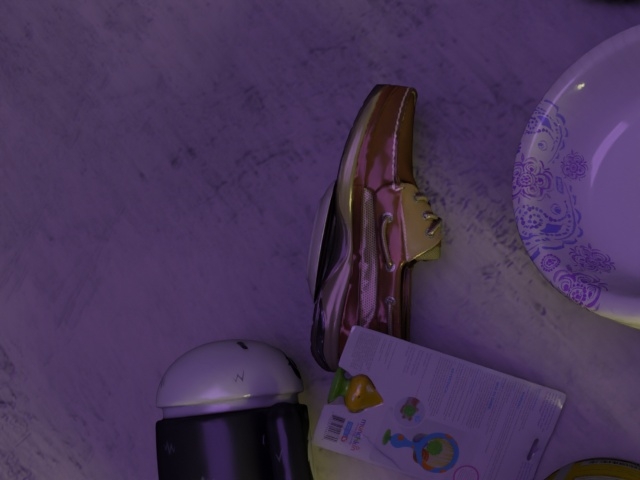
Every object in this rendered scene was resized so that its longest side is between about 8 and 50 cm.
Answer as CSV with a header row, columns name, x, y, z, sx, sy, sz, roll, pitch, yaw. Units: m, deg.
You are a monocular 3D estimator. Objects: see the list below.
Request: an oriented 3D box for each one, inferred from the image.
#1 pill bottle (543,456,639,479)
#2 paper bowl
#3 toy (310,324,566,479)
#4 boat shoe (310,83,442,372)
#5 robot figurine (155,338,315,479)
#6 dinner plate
name,x,y,z,sx,sy,sz,roll,pitch,yaw
pill bottle,0.238,0.291,0.677,0.188,0.334,0.188,-3,81,21
paper bowl,0.337,-0.052,0.762,0.284,0.148,0.284,-17,64,40
toy,0.122,0.182,0.869,0.237,0.056,0.137,18,98,-7
boat shoe,0.078,-0.006,0.908,0.120,0.122,0.324,11,95,16
robot figurine,-0.089,0.248,0.901,0.209,0.173,0.278,-10,79,16
dinner plate,0.000,0.000,0.917,0.017,0.141,0.141,9,85,3
